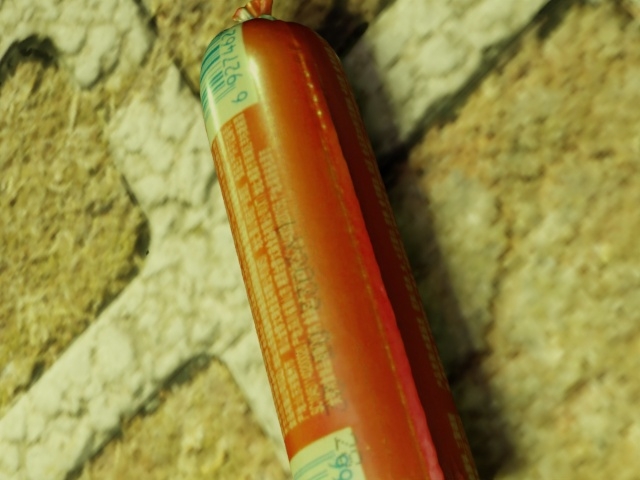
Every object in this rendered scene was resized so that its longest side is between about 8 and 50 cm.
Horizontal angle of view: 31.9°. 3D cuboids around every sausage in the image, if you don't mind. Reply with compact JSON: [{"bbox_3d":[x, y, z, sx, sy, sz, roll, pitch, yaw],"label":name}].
[{"bbox_3d":[0.000,0.000,0.479,0.083,0.083,0.264,-29,62,27],"label":"sausage"}]
